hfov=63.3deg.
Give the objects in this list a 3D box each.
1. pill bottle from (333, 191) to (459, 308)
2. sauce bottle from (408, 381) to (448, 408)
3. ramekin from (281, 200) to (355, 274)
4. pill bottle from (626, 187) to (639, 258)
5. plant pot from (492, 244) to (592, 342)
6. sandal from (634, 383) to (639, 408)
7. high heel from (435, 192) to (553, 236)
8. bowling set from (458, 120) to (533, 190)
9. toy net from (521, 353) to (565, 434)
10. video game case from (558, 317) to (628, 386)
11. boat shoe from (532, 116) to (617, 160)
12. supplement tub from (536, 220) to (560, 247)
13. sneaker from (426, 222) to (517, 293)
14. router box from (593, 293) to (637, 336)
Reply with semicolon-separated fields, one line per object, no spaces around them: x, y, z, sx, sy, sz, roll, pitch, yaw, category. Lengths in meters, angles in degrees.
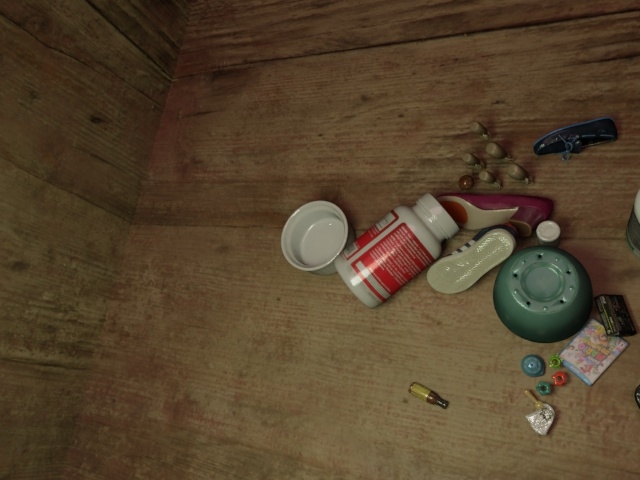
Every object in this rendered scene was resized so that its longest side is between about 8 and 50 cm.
0.264;0.029;1.792;0.407;0.229;0.229;-40;60;8;pill bottle
0.349;0.505;1.683;0.128;0.042;0.042;25;83;29;sauce bottle
0.000;0.000;1.981;0.277;0.135;0.278;-10;66;23;ramekin
0.962;-0.068;1.413;0.204;0.361;0.204;-9;68;23;pill bottle
0.659;0.145;1.543;0.292;0.235;0.293;-6;71;20;plant pot
1.058;0.421;1.350;0.445;0.107;0.168;-7;67;10;sandal
0.591;-0.117;1.789;0.377;0.127;0.181;24;49;37;high heel
0.576;-0.258;1.820;0.200;0.154;0.287;-43;59;28;bowling set
0.668;0.457;1.548;0.122;0.045;0.233;-5;71;22;toy net
0.805;0.330;1.543;0.166;0.015;0.119;-49;59;2;video game case
0.844;-0.331;1.719;0.258;0.109;0.089;-19;68;21;boat shoe
0.727;-0.014;1.654;0.070;0.107;0.071;-8;69;22;supplement tub
0.507;0.057;1.716;0.131;0.148;0.350;53;132;0;sneaker
0.858;0.219;1.513;0.038;0.092;0.123;-41;50;50;router box
